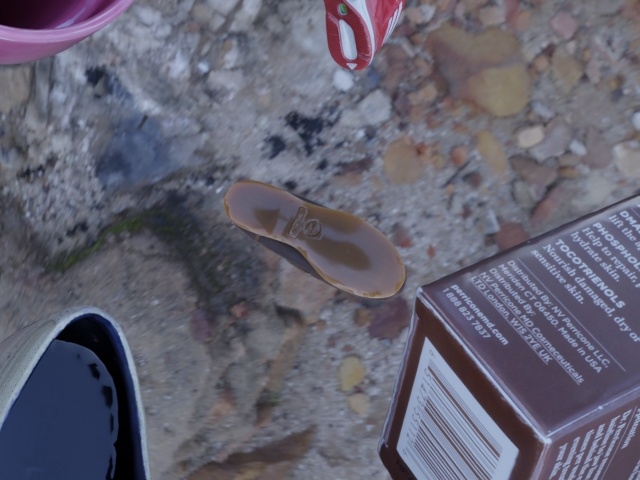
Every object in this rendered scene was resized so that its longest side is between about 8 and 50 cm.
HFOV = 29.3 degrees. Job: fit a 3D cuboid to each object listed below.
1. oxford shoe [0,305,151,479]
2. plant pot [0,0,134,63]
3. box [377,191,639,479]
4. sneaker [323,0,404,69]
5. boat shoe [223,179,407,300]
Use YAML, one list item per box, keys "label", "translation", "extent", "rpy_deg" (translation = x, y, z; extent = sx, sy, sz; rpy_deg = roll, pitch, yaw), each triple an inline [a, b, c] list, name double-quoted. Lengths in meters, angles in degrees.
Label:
- label: "oxford shoe"
  translation: [-0.136, 0.195, 0.557]
  extent: [0.123, 0.130, 0.348]
  rpy_deg: [6, 65, -23]
- label: "plant pot"
  translation: [-0.230, -0.197, 0.773]
  extent: [0.201, 0.180, 0.201]
  rpy_deg: [7, 78, -36]
- label: "box"
  translation: [0.238, 0.068, 0.854]
  extent: [0.381, 0.191, 0.143]
  rpy_deg: [-20, 53, -25]
- label: "sneaker"
  translation: [0.052, -0.344, 1.587]
  extent: [0.087, 0.221, 0.128]
  rpy_deg: [13, 34, 20]
- label: "boat shoe"
  translation: [0.000, 0.000, 1.241]
  extent: [0.207, 0.073, 0.073]
  rpy_deg: [31, 83, 18]
